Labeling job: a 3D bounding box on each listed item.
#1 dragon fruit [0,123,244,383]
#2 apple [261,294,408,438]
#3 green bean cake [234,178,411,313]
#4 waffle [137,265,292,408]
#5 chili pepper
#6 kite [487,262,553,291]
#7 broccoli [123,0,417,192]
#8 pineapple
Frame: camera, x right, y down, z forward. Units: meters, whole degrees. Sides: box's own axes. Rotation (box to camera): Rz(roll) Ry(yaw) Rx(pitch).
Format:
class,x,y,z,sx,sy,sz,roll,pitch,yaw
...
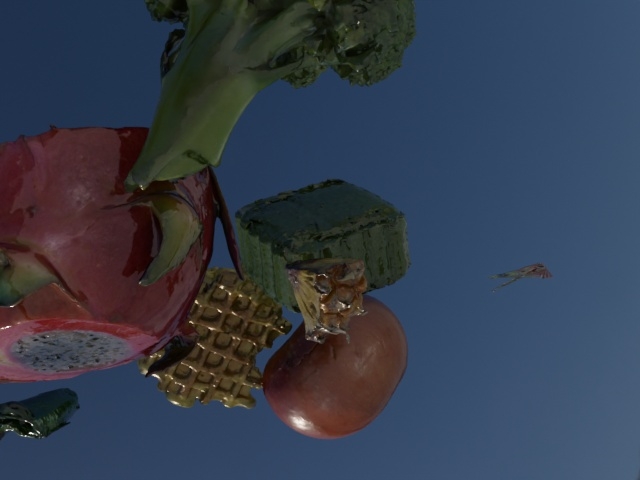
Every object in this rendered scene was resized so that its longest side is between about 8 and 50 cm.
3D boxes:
class,x,y,z,sx,sy,sz,roll,pitch,yaw
dragon fruit,-0.221,0.026,0.787,0.290,0.290,0.189,16,-127,-57
apple,0.029,0.223,1.521,0.206,0.251,0.272,42,-141,0
green bean cake,0.000,0.000,1.219,0.214,0.200,0.113,-19,-60,-24
waffle,-0.192,0.177,1.552,0.058,0.281,0.301,-103,13,-63
chili pepper,-0.433,0.262,1.295,0.216,0.108,0.062,8,-106,-78
kite,0.361,0.068,1.554,0.137,0.152,0.005,1,-111,-18
broccoli,-0.034,-0.180,0.756,0.186,0.254,0.302,39,-141,-63
pineapple,-0.001,0.066,1.063,0.069,0.116,0.137,-15,-40,-35
